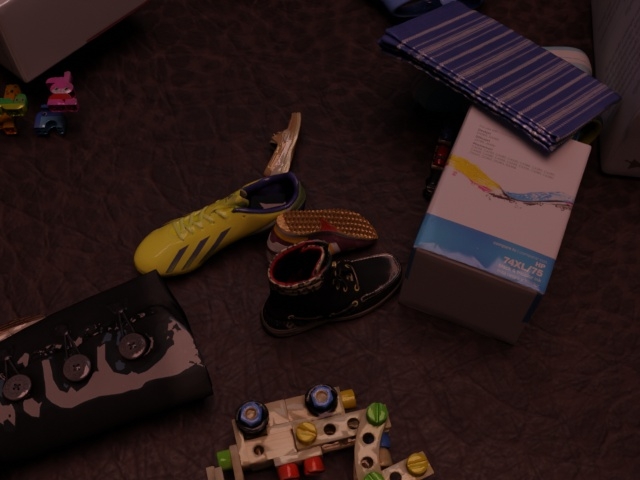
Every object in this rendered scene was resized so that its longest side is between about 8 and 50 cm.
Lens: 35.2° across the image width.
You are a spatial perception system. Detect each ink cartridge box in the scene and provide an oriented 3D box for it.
[{"bbox_3d":[-0.518,-0.474,1.702,0.385,0.160,0.279,36,65,29],"label":"ink cartridge box"},{"bbox_3d":[0.262,-0.024,1.536,0.197,0.198,0.270,20,64,8],"label":"ink cartridge box"}]

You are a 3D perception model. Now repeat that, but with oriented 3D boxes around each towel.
[{"bbox_3d":[0.280,-0.266,1.585,0.336,0.040,0.243,36,43,20],"label":"towel"}]

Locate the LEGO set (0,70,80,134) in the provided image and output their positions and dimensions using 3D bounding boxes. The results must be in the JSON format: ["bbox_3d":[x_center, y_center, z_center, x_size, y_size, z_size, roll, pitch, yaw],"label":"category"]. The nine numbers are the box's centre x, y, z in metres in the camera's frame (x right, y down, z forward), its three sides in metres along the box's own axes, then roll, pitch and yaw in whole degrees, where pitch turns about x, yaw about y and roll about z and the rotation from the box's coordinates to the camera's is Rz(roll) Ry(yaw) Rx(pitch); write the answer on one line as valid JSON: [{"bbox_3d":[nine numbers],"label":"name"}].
[{"bbox_3d":[-0.498,-0.232,1.665,0.227,0.087,0.093,-1,59,3],"label":"LEGO set"}]

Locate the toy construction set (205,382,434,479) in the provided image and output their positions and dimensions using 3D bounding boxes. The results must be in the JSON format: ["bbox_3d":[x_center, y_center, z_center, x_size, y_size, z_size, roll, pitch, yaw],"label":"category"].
[{"bbox_3d":[-0.017,0.311,1.383,0.328,0.151,0.215,-6,63,-19],"label":"toy construction set"}]

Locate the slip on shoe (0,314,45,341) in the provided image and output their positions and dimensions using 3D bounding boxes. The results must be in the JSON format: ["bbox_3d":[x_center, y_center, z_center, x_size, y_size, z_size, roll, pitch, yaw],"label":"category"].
[{"bbox_3d":[-0.468,0.150,1.492,0.135,0.051,0.041,-23,106,-23],"label":"slip on shoe"}]

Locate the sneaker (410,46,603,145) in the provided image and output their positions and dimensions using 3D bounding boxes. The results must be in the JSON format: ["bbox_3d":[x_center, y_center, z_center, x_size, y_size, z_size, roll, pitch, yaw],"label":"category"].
[{"bbox_3d":[0.321,-0.215,1.673,0.319,0.127,0.208,-7,57,-6],"label":"sneaker"}]

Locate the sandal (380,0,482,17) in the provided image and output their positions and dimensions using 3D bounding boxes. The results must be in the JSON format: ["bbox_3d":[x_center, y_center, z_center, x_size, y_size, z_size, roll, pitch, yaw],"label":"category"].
[{"bbox_3d":[0.145,-0.461,1.804,0.318,0.126,0.138,16,67,6],"label":"sandal"}]

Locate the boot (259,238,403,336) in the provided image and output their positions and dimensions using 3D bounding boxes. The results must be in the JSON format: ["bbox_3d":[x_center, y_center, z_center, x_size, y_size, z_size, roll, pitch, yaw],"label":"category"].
[{"bbox_3d":[0.023,0.054,1.491,0.237,0.178,0.085,-21,66,-13],"label":"boot"}]

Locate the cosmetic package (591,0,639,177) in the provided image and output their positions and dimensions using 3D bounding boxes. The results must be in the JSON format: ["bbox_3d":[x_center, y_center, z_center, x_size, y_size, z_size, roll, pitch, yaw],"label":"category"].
[{"bbox_3d":[0.653,-0.336,1.649,0.328,0.329,0.393,6,63,-2],"label":"cosmetic package"}]

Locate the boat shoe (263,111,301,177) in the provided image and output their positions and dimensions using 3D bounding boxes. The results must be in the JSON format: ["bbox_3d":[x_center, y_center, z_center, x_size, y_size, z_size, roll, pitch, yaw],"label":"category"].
[{"bbox_3d":[-0.062,-0.158,1.669,0.045,0.050,0.135,14,62,-2],"label":"boat shoe"}]

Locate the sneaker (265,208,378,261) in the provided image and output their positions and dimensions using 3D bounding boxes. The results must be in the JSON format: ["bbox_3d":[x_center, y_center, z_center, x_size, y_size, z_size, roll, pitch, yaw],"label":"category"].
[{"bbox_3d":[0.000,0.000,1.588,0.186,0.084,0.069,4,42,-29],"label":"sneaker"}]

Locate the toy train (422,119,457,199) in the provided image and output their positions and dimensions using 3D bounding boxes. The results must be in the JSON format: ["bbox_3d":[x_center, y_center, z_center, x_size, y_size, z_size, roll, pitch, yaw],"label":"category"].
[{"bbox_3d":[0.200,-0.139,1.683,0.027,0.036,0.158,16,63,5],"label":"toy train"}]

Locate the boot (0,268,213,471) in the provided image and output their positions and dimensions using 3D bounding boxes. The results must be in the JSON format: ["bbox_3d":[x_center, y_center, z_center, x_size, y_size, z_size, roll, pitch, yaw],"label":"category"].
[{"bbox_3d":[-0.354,0.273,1.388,0.445,0.146,0.367,-19,67,-18],"label":"boot"}]

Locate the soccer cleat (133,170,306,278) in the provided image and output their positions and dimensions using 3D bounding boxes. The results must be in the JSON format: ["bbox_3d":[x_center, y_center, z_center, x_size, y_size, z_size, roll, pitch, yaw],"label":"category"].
[{"bbox_3d":[-0.157,-0.033,1.558,0.289,0.121,0.093,-23,67,-14],"label":"soccer cleat"}]
